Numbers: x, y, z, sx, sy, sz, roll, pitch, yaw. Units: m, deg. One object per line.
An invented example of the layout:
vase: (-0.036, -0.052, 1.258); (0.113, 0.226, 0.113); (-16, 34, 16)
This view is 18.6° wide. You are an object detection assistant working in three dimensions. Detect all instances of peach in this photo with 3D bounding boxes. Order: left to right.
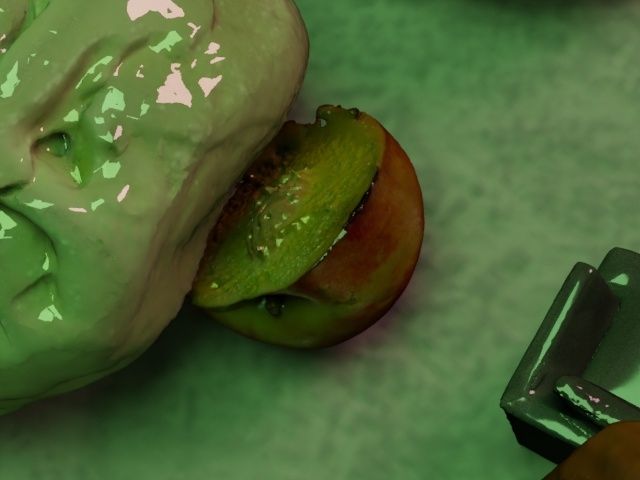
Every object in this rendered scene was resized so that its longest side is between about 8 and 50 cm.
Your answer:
peach: (-0.001, 0.001, 0.726); (0.098, 0.061, 0.098); (-30, 32, 21)

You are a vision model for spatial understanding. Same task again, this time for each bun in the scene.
bun: (-0.117, -0.046, 0.713); (0.229, 0.145, 0.229); (-13, 53, 18)

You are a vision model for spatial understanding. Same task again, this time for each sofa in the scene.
sofa: (0.144, 0.058, 0.667); (0.147, 0.060, 0.085); (27, 74, 23)

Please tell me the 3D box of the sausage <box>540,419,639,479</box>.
sausage: (0.153, 0.164, 0.561); (0.113, 0.113, 0.259); (-37, 80, -5)
